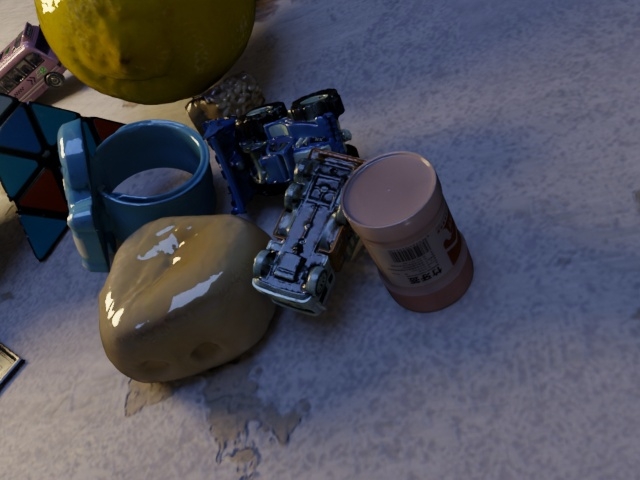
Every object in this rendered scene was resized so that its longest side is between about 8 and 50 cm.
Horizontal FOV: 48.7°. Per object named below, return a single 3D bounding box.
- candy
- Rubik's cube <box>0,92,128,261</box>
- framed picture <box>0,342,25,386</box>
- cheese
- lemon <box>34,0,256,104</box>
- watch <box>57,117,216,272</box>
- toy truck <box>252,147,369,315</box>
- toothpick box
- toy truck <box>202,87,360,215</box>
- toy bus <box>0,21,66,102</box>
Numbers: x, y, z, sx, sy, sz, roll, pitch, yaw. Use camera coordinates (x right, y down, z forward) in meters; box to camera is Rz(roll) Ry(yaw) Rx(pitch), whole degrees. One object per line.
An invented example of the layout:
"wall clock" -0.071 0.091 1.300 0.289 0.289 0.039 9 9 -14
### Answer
"candy" -0.141 -0.204 1.062 0.095 0.085 0.110 5 45 45
"Rubik's cube" -0.445 -0.170 1.095 0.250 0.234 0.284 -35 44 -2
"framed picture" -0.524 0.209 0.977 0.195 0.010 0.199 20 65 39
"cheese" -0.162 0.055 0.834 0.235 0.117 0.218 -38 44 -10
"lemon" -0.256 -0.374 1.064 0.348 0.348 0.348 -15 48 17
"watch" -0.239 -0.067 0.955 0.193 0.211 0.211 -13 44 -11
"toy truck" -0.001 0.000 0.787 0.080 0.115 0.177 17 68 20
"toothpick box" 0.091 -0.006 0.721 0.098 0.149 0.098 -15 48 17
"toy truck" -0.063 -0.107 0.894 0.208 0.113 0.126 -8 25 28
"toy bus" -0.572 -0.323 1.359 0.199 0.108 0.096 -31 44 24
